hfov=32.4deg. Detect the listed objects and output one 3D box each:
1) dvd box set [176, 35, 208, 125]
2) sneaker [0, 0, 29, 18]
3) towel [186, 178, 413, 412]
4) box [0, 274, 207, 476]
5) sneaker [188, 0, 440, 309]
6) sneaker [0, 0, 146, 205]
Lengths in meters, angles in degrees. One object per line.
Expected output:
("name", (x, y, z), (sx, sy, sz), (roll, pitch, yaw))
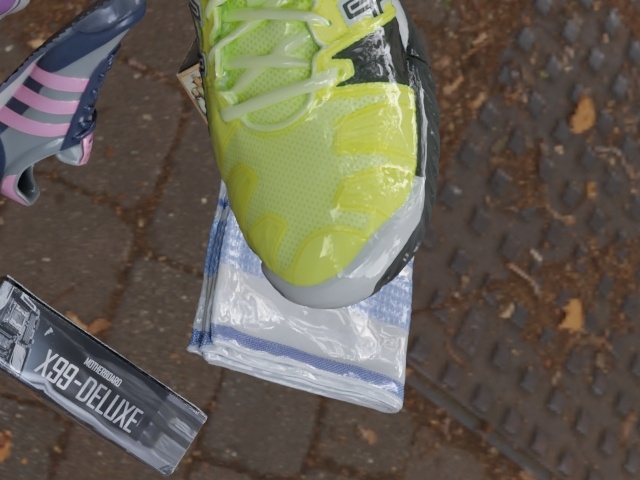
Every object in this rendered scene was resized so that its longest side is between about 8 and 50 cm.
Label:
("dvd box set", (-0.030, -0.101, 1.440), (0.420, 0.062, 0.307), (59, 16, -21))
("sneaker", (-0.539, -0.324, 1.556), (0.161, 0.282, 0.102), (-28, 95, -38))
("towel", (0.000, 0.000, 0.988), (0.209, 0.034, 0.285), (20, 61, -24))
("box", (-0.277, 0.138, 1.173), (0.242, 0.307, 0.076), (38, 74, -17))
("sneaker", (-0.032, -0.149, 0.626), (0.147, 0.145, 0.385), (20, 58, -58))
("sneaker", (-0.287, -0.165, 1.269), (0.131, 0.319, 0.112), (47, 28, -14))
